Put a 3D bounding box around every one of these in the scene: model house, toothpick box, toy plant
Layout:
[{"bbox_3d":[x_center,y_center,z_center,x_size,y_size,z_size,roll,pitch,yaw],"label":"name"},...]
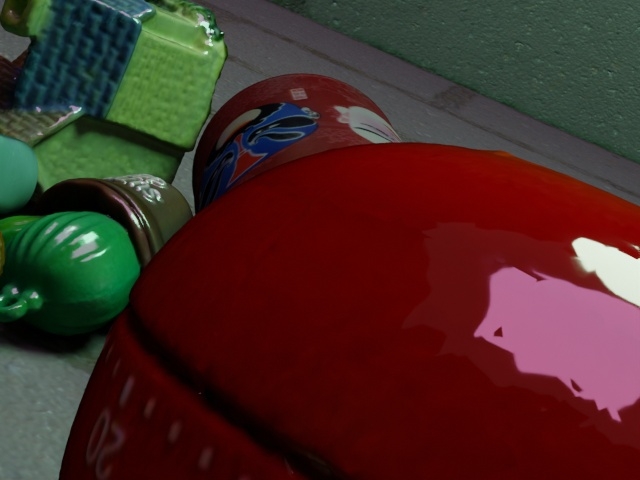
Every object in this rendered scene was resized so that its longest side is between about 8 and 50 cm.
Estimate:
[{"bbox_3d":[-0.226,-0.145,1.062,0.195,0.214,0.189,33,14,28],"label":"model house"},{"bbox_3d":[0.000,0.000,0.962,0.204,0.204,0.333,18,18,-15],"label":"toothpick box"},{"bbox_3d":[-0.185,0.009,0.886,0.143,0.105,0.200,16,26,30],"label":"toy plant"}]

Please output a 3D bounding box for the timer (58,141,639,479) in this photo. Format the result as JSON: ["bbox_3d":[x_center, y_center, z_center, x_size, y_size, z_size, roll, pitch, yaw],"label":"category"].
[{"bbox_3d":[0.079,0.118,0.530,0.378,0.279,0.378,25,1,0],"label":"timer"}]

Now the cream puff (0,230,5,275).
[{"bbox_3d":[-0.308,-0.009,0.681,0.244,0.196,0.244,48,3,-3],"label":"cream puff"}]

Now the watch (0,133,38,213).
[{"bbox_3d":[-0.331,-0.070,0.903,0.237,0.068,0.195,14,0,42],"label":"watch"}]
